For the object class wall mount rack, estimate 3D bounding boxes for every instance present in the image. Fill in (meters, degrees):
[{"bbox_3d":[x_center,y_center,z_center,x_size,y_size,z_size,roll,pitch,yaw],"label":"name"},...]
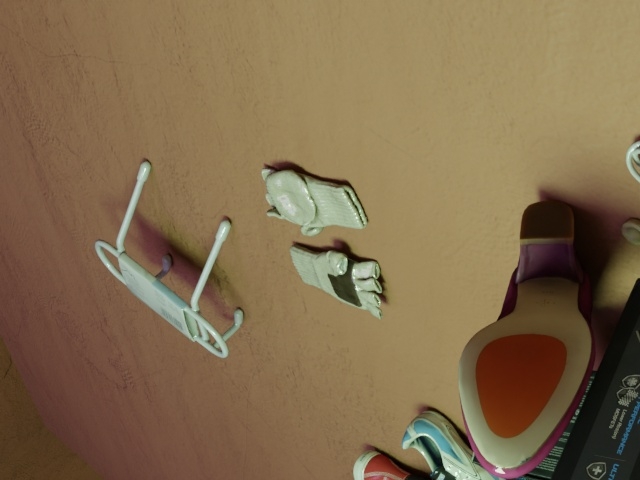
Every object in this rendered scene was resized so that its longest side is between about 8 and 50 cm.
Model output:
[{"bbox_3d":[-0.259,0.041,1.962,0.350,0.130,0.304,34,153,26],"label":"wall mount rack"}]

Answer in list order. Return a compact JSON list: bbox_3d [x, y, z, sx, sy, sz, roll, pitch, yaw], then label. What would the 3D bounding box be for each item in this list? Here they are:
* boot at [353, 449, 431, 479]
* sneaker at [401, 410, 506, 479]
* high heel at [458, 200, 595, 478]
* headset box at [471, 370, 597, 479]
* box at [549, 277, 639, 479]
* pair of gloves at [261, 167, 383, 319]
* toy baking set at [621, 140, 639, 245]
[{"bbox_3d":[0.163,0.502,1.971,0.176,0.088,0.244,17,135,44],"label":"boot"},{"bbox_3d":[0.226,0.365,1.700,0.237,0.086,0.085,40,150,14],"label":"sneaker"},{"bbox_3d":[0.227,0.135,1.132,0.127,0.377,0.181,5,129,21],"label":"high heel"},{"bbox_3d":[0.360,0.255,1.216,0.283,0.131,0.246,32,162,-31],"label":"headset box"},{"bbox_3d":[0.375,0.171,0.950,0.293,0.295,0.073,6,140,39],"label":"box"},{"bbox_3d":[0.000,0.000,1.610,0.204,0.042,0.240,20,140,44],"label":"pair of gloves"},{"bbox_3d":[0.377,-0.008,1.059,0.197,0.030,0.256,30,147,32],"label":"toy baking set"}]
